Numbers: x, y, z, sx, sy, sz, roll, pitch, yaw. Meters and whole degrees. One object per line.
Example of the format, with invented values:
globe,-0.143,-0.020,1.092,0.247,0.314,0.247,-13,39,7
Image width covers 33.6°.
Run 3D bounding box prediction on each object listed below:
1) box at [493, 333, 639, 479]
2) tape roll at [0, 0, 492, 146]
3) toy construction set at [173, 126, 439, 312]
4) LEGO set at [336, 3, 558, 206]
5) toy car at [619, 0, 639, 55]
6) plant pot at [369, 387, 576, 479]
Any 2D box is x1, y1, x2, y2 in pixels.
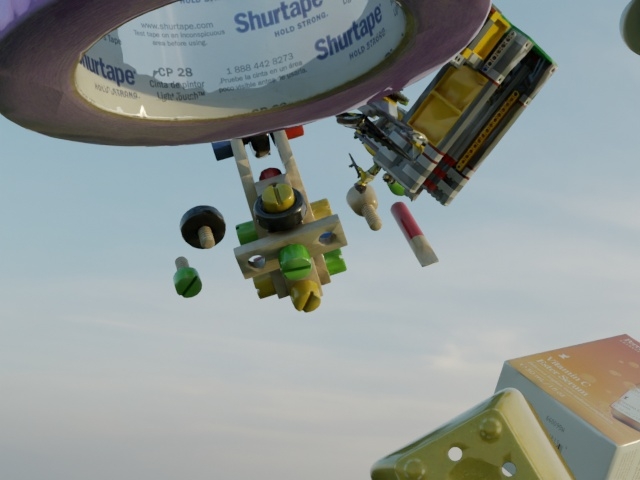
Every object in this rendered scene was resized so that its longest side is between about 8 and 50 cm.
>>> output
box,0.247,0.160,0.914,0.171,0.091,0.130,-7,30,-38
tape roll,-0.050,-0.137,0.581,0.275,0.090,0.275,-12,-11,-2
toy construction set,0.000,0.000,1.274,0.309,0.237,0.257,1,-58,-18
LEGO set,0.038,-0.154,0.900,0.255,0.192,0.331,41,12,16
toy car,0.418,-0.287,1.184,0.136,0.182,0.159,-18,14,-15
plant pot,0.067,0.108,0.435,0.082,0.081,0.083,-30,-26,2
